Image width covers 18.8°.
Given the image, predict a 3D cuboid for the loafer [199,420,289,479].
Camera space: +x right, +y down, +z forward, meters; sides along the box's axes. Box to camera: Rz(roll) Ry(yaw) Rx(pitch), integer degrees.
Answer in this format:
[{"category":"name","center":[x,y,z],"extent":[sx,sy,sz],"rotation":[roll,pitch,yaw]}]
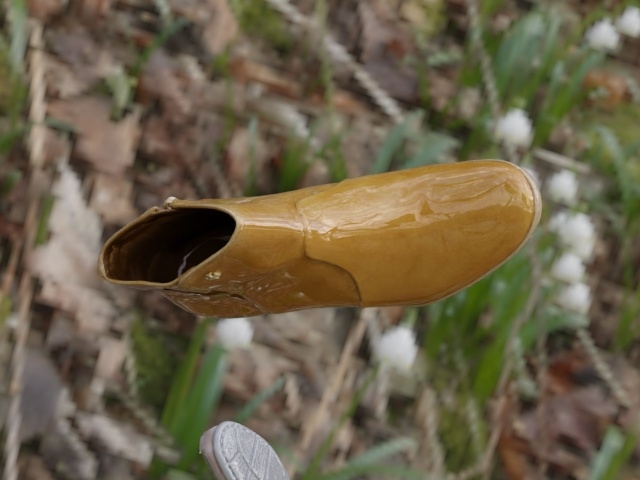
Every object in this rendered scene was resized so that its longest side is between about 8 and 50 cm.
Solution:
[{"category":"loafer","center":[-0.035,0.150,1.109],"extent":[0.125,0.039,0.045],"rotation":[47,41,-34]}]

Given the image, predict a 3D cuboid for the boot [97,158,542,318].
[{"category":"boot","center":[-0.001,-0.001,1.454],"extent":[0.295,0.104,0.211],"rotation":[-18,-14,26]}]
